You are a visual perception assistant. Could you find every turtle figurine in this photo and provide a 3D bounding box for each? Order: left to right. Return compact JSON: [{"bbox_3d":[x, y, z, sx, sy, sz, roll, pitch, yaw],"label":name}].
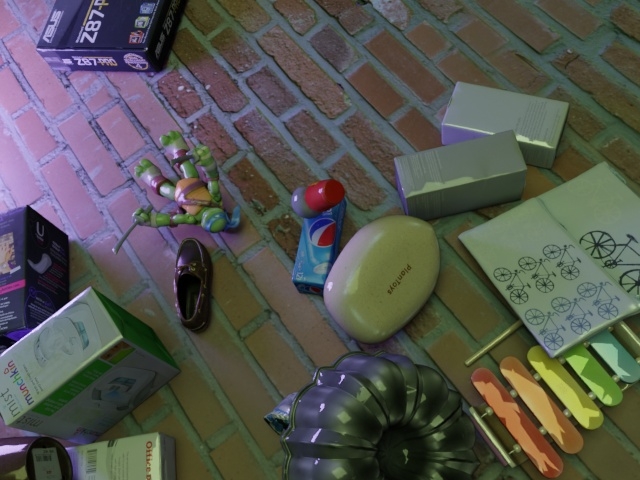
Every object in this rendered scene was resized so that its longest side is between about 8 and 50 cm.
[{"bbox_3d":[-0.310,-0.126,1.307,0.274,0.198,0.266,-3,35,-36],"label":"turtle figurine"}]

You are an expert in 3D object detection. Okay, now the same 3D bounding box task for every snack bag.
[{"bbox_3d":[0.471,0.018,1.150,0.342,0.037,0.323,-26,46,-1],"label":"snack bag"}]

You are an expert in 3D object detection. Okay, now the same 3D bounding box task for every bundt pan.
[{"bbox_3d":[0.110,0.329,0.987,0.330,0.124,0.331,7,73,-23],"label":"bundt pan"}]

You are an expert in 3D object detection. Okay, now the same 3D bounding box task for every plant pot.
[{"bbox_3d":[-0.550,0.426,1.087,0.230,0.215,0.216,-27,63,13],"label":"plant pot"}]

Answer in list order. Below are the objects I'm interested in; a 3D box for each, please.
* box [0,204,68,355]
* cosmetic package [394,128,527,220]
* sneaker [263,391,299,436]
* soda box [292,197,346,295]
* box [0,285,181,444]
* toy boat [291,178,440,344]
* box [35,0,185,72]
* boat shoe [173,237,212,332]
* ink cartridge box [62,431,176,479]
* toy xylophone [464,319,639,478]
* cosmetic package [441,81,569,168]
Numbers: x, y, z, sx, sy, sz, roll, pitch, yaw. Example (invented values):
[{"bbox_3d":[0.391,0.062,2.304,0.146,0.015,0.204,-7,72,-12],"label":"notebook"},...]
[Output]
[{"bbox_3d":[-0.620,0.091,1.307,0.143,0.165,0.271,-13,64,5],"label":"box"},{"bbox_3d":[0.272,-0.121,1.251,0.237,0.127,0.107,-14,64,3],"label":"cosmetic package"},{"bbox_3d":[-0.043,0.293,1.101,0.071,0.190,0.083,45,69,-3],"label":"sneaker"},{"bbox_3d":[0.000,0.000,1.278,0.067,0.071,0.210,5,67,13],"label":"soda box"},{"bbox_3d":[-0.420,0.234,1.151,0.231,0.262,0.127,-38,65,-8],"label":"box"},{"bbox_3d":[0.075,0.016,1.185,0.267,0.148,0.318,-44,102,-21],"label":"toy boat"},{"bbox_3d":[-0.512,-0.618,1.644,0.318,0.097,0.395,6,68,17],"label":"box"},{"bbox_3d":[-0.260,0.081,1.294,0.073,0.073,0.207,-15,63,5],"label":"boat shoe"},{"bbox_3d":[-0.362,0.434,1.148,0.190,0.082,0.140,-11,64,5],"label":"ink cartridge box"},{"bbox_3d":[0.386,0.236,1.092,0.322,0.081,0.236,-40,65,-8],"label":"toy xylophone"},{"bbox_3d":[0.375,-0.237,1.307,0.231,0.085,0.117,17,70,20],"label":"cosmetic package"}]
